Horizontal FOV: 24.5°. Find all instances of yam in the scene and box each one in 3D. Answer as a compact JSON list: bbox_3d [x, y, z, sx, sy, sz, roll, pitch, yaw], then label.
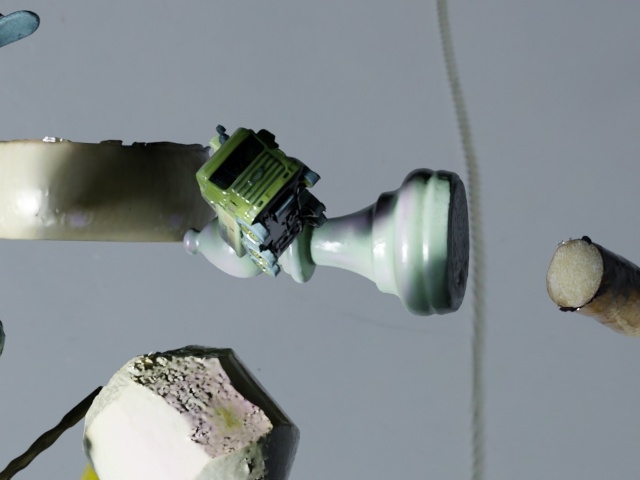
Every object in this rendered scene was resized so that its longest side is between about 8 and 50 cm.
[{"bbox_3d":[0.305,0.052,1.582,0.127,0.084,0.084,24,82,-44],"label":"yam"}]

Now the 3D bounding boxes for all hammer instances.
[{"bbox_3d":[-0.224,0.163,1.140,0.029,0.292,0.058,22,109,8],"label":"hammer"}]

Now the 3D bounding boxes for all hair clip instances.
[{"bbox_3d":[-0.422,-0.163,1.598,0.083,0.048,0.275,33,72,14],"label":"hair clip"}]

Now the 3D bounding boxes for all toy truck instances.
[{"bbox_3d":[-0.058,-0.037,1.226,0.100,0.169,0.077,39,80,13],"label":"toy truck"}]

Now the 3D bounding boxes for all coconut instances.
[{"bbox_3d":[-0.091,0.163,1.103,0.147,0.147,0.152,-37,63,-5],"label":"coconut"}]

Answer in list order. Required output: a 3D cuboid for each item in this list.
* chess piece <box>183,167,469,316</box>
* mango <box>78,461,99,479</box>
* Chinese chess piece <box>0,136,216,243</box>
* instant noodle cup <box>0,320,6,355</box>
[{"bbox_3d":[0.000,0.000,1.397,0.272,0.139,0.139,1,85,15],"label":"chess piece"},{"bbox_3d":[-0.163,0.218,1.248,0.091,0.237,0.137,18,121,2],"label":"mango"},{"bbox_3d":[-0.233,-0.050,1.513,0.257,0.257,0.104,1,90,-2],"label":"Chinese chess piece"},{"bbox_3d":[-0.400,-0.034,1.082,0.284,0.284,0.312,-8,113,-3],"label":"instant noodle cup"}]
